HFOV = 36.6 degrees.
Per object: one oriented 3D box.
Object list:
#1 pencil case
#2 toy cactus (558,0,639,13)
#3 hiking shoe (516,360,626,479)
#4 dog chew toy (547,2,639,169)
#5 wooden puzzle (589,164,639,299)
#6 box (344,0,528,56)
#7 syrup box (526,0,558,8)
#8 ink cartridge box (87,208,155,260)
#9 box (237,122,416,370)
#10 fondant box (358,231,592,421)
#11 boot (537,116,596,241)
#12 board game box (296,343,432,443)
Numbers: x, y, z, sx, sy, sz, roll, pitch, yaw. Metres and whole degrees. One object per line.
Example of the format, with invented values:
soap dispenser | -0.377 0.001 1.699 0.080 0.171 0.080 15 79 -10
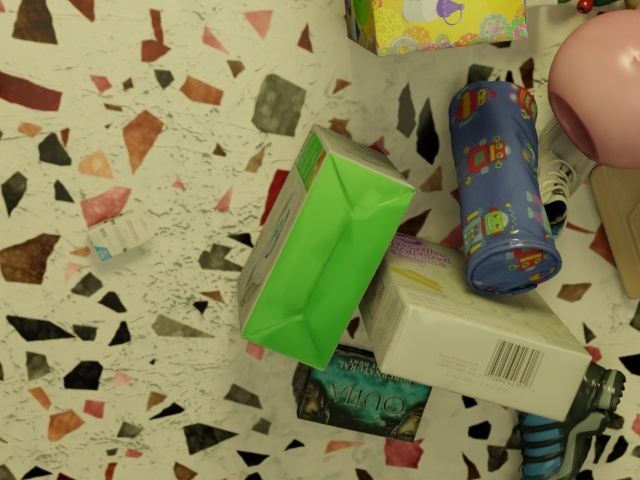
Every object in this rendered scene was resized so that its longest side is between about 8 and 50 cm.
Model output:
pencil case | 0.238 -0.071 1.263 0.119 0.306 0.133 -18 139 24
toy cactus | 0.424 -0.362 1.296 0.219 0.112 0.180 -39 116 -3
hiking shoe | 0.349 0.301 1.487 0.132 0.113 0.304 30 110 18
dog chew toy | 0.461 -0.239 1.240 0.332 0.206 0.206 -34 107 1
wooden puzzle | 0.533 -0.041 1.400 0.239 0.044 0.221 -18 108 17
box | 0.119 -0.386 1.156 0.177 0.279 0.290 -8 106 -4
syrup box | 0.250 -0.422 1.231 0.096 0.093 0.237 -5 117 2
ink cartridge box | -0.277 -0.011 1.354 0.083 0.028 0.048 -23 107 1
box | 0.000 0.000 1.280 0.127 0.231 0.262 24 103 -12
fondant box | 0.180 0.096 1.274 0.238 0.330 0.096 16 104 -10
boot | 0.330 -0.071 1.349 0.095 0.123 0.258 29 101 -13
board game box | 0.069 0.230 1.461 0.186 0.026 0.126 14 104 -10
